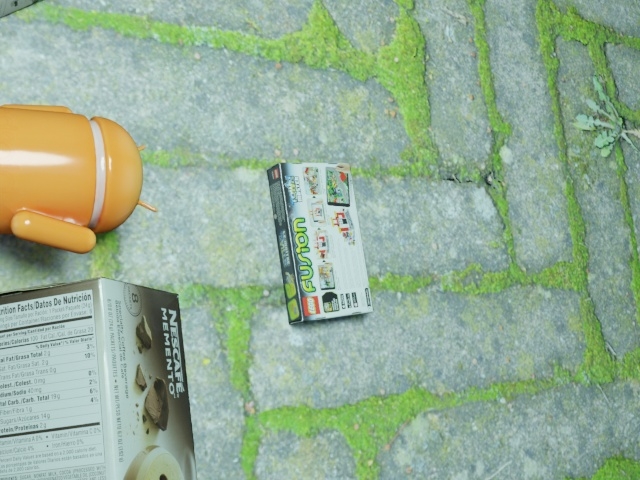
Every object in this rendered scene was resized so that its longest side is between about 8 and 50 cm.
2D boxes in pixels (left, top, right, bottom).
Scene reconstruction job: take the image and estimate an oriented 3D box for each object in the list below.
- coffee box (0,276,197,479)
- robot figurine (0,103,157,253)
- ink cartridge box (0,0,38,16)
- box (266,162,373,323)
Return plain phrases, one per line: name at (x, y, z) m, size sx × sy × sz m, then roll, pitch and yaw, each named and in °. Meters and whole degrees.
coffee box at (-0.200, 0.193, 0.622) m, size 0.119 × 0.168 × 0.297 m, roll -10°, pitch 78°, yaw 10°
robot figurine at (-0.277, -0.066, 0.685) m, size 0.219 × 0.158 × 0.128 m, roll -1°, pitch 107°, yaw -32°
ink cartridge box at (-0.346, -0.309, 0.738) m, size 0.135 × 0.056 × 0.099 m, roll -41°, pitch 101°, yaw -31°
box at (0.000, 0.000, 0.896) m, size 0.114 × 0.036 × 0.206 m, roll -3°, pitch 81°, yaw -32°
